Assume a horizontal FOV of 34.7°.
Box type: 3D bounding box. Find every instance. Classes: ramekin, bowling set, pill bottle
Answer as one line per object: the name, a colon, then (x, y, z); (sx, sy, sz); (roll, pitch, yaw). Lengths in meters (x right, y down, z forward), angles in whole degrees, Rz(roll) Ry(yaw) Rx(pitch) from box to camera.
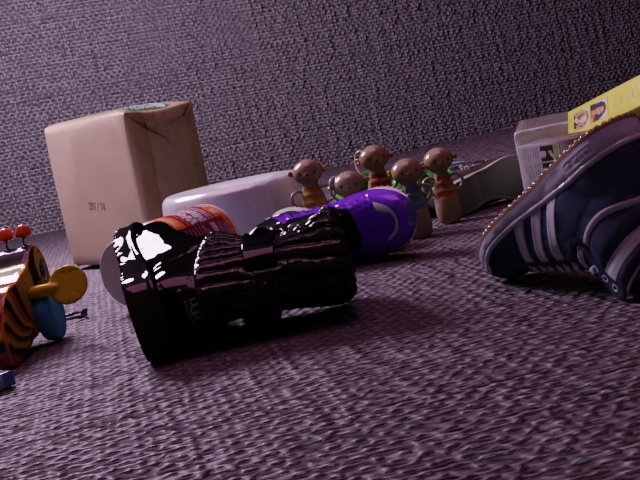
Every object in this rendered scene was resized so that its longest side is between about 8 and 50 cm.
ramekin: (-0.140, -0.034, 1.779); (0.277, 0.135, 0.277); (-12, 8, 2)
bowling set: (0.103, -0.073, 1.608); (0.287, 0.154, 0.200); (-13, 7, -6)
pill bottle: (-0.224, 0.022, 1.548); (0.121, 0.121, 0.221); (-8, 8, 29)

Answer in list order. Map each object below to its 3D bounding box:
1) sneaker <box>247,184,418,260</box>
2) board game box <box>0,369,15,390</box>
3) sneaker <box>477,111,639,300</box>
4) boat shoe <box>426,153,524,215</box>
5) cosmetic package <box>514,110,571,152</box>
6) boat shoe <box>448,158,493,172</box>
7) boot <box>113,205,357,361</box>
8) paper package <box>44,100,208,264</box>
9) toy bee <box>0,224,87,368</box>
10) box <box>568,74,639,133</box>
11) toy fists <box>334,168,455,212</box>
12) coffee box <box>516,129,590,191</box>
sneaker: (0.000, 0.001, 1.488); (0.293, 0.102, 0.146); (-12, 10, 40)
board game box: (-0.405, 0.168, 1.146); (0.090, 0.020, 0.090); (-6, 11, 37)
sneaker: (0.267, 0.010, 1.043); (0.099, 0.153, 0.282); (-19, -20, -28)
boat shoe: (0.289, -0.101, 1.796); (0.228, 0.081, 0.069); (-19, 14, -27)
cosmetic package: (0.477, -0.191, 2.049); (0.160, 0.113, 0.309); (-10, 7, 15)
boat shoe: (0.308, -0.133, 2.056); (0.184, 0.065, 0.083); (-12, 3, -14)
boot: (-0.104, 0.029, 1.248); (0.260, 0.131, 0.348); (-20, 19, -7)
paper package: (-0.388, -0.111, 2.077); (0.168, 0.309, 0.325); (-19, 12, -41)
toy bee: (-0.419, 0.067, 1.385); (0.195, 0.162, 0.298); (-16, 8, -16)
box: (0.525, -0.223, 1.757); (0.087, 0.058, 0.232); (6, -14, -19)
toy fists: (0.129, -0.089, 1.914); (0.142, 0.096, 0.279); (-18, 11, -31)
coffee box: (0.472, -0.136, 1.700); (0.247, 0.098, 0.141); (-6, 9, 36)
